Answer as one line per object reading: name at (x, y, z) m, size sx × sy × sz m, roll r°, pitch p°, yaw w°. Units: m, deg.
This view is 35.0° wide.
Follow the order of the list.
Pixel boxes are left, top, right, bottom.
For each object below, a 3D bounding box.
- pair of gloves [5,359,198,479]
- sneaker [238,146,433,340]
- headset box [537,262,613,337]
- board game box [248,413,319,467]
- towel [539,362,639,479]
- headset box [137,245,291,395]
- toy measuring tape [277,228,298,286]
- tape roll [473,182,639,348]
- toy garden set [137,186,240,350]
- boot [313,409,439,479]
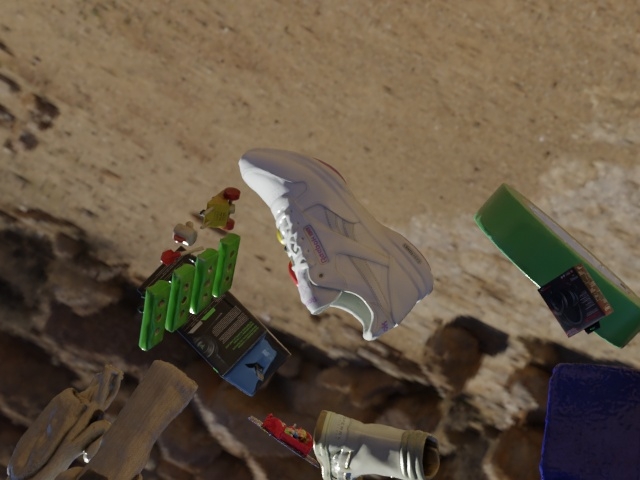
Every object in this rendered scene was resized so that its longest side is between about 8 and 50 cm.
pair of gloves at (-0.196, 0.189, 0.820) m, size 0.042 × 0.204 × 0.240 m, roll 41°, pitch 156°, yaw -24°
sneaker at (0.000, 0.000, 1.310) m, size 0.305 × 0.152 × 0.114 m, roll 41°, pitch 157°, yaw 5°
headset box at (0.330, 0.081, 1.306) m, size 0.032 × 0.062 × 0.083 m, roll -15°, pitch -109°, yaw -54°
board game box at (-0.049, 0.303, 1.596) m, size 0.133 × 0.033 × 0.168 m, roll 35°, pitch 172°, yaw 4°
towel at (0.520, 0.319, 1.639) m, size 0.308 × 0.227 × 0.076 m, roll 4°, pitch 151°, yaw 19°
headset box at (-0.207, 0.178, 2.099) m, size 0.283 × 0.131 × 0.246 m, roll 42°, pitch 174°, yaw 19°
toy measuring tape at (0.048, 0.062, 1.685) m, size 0.330 × 0.121 × 0.121 m, roll 34°, pitch 168°, yaw -39°
tape roll at (0.393, 0.038, 1.645) m, size 0.321 × 0.077 × 0.321 m, roll 39°, pitch -168°, yaw -10°
toy garden set at (-0.212, 0.033, 1.623) m, size 0.049 × 0.203 × 0.244 m, roll 24°, pitch -149°, yaw 19°
boot at (0.087, 0.311, 1.435) m, size 0.165 × 0.077 × 0.213 m, roll 6°, pitch 150°, yaw 16°
